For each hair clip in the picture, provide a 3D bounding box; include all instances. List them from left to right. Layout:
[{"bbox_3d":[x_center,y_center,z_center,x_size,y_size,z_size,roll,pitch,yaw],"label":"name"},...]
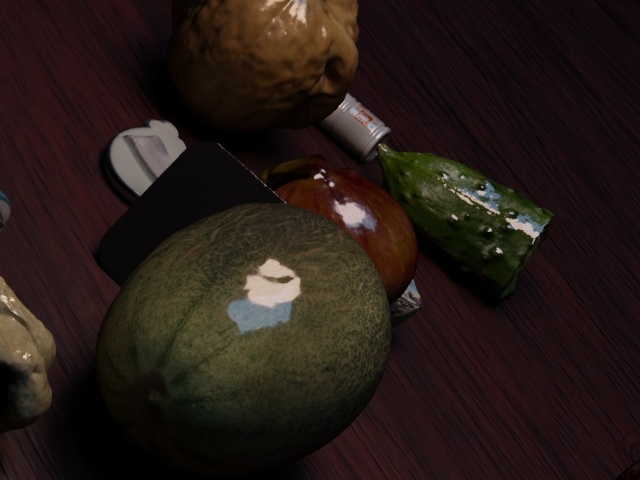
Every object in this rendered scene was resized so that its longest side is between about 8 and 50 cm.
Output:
[{"bbox_3d":[-0.165,-0.065,2.158,0.140,0.054,0.220,-5,45,-44],"label":"hair clip"}]

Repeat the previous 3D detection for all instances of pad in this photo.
[{"bbox_3d":[-0.084,0.035,1.990,0.267,0.181,0.004,42,-7,10],"label":"pad"}]

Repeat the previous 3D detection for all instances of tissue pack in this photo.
[{"bbox_3d":[0.065,0.056,2.190,0.058,0.074,0.094,31,28,-41],"label":"tissue pack"}]

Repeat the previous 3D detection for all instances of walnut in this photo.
[{"bbox_3d":[-0.070,-0.239,2.316,0.257,0.257,0.224,37,50,3],"label":"walnut"}]

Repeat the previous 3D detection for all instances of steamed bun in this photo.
[{"bbox_3d":[-0.303,0.098,1.680,0.155,0.141,0.172,26,26,-24],"label":"steamed bun"}]

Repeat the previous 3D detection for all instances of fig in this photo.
[{"bbox_3d":[0.001,0.001,2.083,0.205,0.205,0.205,26,30,-16],"label":"fig"}]

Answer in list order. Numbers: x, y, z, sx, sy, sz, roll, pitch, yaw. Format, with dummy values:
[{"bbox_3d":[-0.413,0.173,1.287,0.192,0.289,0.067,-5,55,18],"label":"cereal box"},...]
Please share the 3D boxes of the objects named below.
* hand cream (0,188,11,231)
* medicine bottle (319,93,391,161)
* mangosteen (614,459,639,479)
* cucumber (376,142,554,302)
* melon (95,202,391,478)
[{"bbox_3d":[-0.377,-0.081,1.973,0.083,0.048,0.224,6,34,-43],"label":"hand cream"},{"bbox_3d":[0.042,-0.148,2.488,0.089,0.057,0.057,40,29,10],"label":"medicine bottle"},{"bbox_3d":[0.374,0.330,1.977,0.211,0.211,0.250,37,33,3],"label":"mangosteen"},{"bbox_3d":[0.166,-0.041,2.401,0.244,0.134,0.134,36,29,8],"label":"cucumber"},{"bbox_3d":[-0.070,0.096,1.818,0.248,0.248,0.329,42,36,12],"label":"melon"}]
